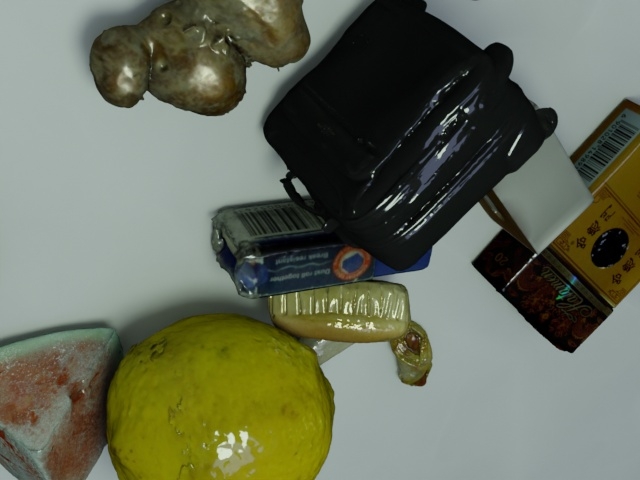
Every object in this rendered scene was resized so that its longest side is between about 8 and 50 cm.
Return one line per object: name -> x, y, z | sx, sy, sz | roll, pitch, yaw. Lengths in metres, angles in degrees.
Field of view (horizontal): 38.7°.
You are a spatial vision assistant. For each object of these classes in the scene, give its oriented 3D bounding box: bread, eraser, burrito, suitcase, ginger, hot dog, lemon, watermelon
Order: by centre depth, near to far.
ginger -> -0.156, -0.277, 1.213 | 0.304, 0.155, 0.244 | -49, 127, 6
suitcase -> 0.102, -0.155, 1.282 | 0.339, 0.345, 0.188 | -46, 130, 5
watermelon -> -0.402, 0.265, 1.381 | 0.262, 0.201, 0.213 | -20, 132, -19
lemon -> -0.148, 0.278, 1.415 | 0.387, 0.350, 0.349 | -12, 123, -38
eraser -> 0.000, 0.000, 1.441 | 0.332, 0.155, 0.101 | -7, 121, -22
bread -> 0.030, 0.111, 1.492 | 0.236, 0.140, 0.106 | 5, 91, -1
burrito -> 0.003, 0.181, 1.596 | 0.226, 0.060, 0.087 | -39, 121, 0
hot dog -> 0.176, 0.217, 1.693 | 0.078, 0.061, 0.169 | -26, 125, -11

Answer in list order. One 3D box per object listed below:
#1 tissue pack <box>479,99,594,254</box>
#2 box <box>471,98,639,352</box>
tissue pack -> 0.317, -0.124, 1.509 | 0.136, 0.159, 0.246 | -43, 125, 1
box -> 0.507, -0.016, 1.678 | 0.415, 0.116, 0.264 | -47, 126, 5
